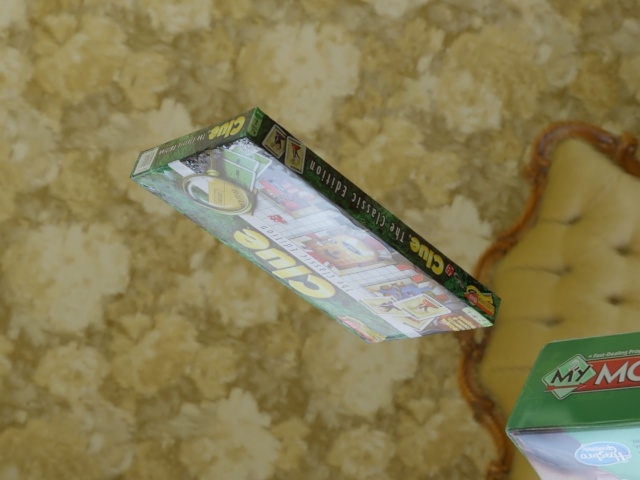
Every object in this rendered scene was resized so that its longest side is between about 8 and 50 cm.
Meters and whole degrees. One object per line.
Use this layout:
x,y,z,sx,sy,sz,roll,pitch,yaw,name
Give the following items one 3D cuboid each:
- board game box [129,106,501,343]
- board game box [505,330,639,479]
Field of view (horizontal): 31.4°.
0.000,0.000,0.834,0.136,0.260,0.030,-12,51,48,board game box
0.238,0.102,0.320,0.317,0.213,0.046,-12,33,41,board game box
